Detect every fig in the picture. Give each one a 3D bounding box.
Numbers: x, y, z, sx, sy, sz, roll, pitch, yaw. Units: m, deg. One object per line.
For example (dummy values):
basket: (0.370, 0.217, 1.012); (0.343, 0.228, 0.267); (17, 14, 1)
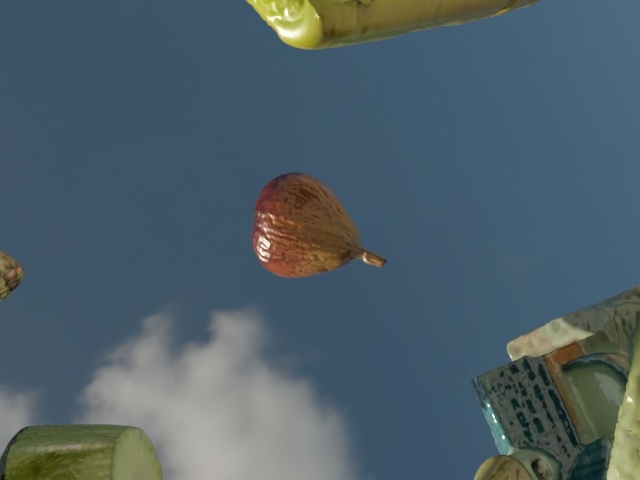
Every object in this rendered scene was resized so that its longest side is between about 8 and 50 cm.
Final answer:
fig: (-0.013, 0.003, 1.114); (0.119, 0.119, 0.153); (-6, -131, -41)

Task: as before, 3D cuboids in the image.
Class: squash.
squash: (-0.244, 0.268, 1.063); (0.170, 0.123, 0.170); (-14, -90, -75)

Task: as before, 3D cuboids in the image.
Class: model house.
model house: (0.265, 0.206, 0.992); (0.325, 0.194, 0.267); (-8, -108, -51)

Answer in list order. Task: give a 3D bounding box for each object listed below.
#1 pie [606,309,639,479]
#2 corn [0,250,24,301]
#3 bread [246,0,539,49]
pie: (0.279, 0.103, 0.451); (0.067, 0.303, 0.302); (51, -142, -68)
corn: (-0.399, 0.068, 0.926); (0.253, 0.086, 0.086); (-28, -85, -19)
bread: (0.079, -0.279, 1.000); (0.384, 0.112, 0.166); (-20, -101, -36)
